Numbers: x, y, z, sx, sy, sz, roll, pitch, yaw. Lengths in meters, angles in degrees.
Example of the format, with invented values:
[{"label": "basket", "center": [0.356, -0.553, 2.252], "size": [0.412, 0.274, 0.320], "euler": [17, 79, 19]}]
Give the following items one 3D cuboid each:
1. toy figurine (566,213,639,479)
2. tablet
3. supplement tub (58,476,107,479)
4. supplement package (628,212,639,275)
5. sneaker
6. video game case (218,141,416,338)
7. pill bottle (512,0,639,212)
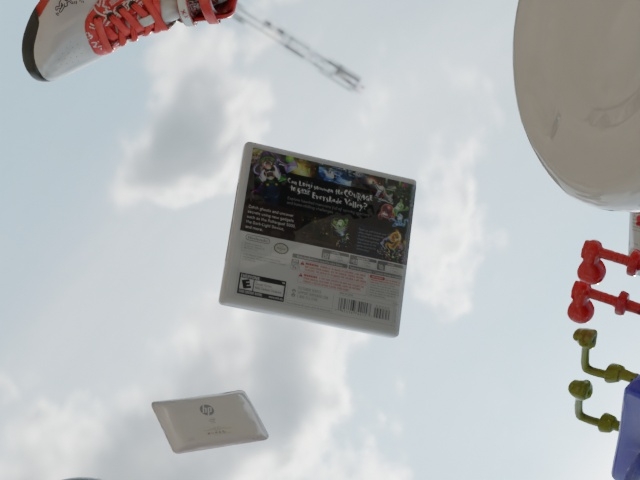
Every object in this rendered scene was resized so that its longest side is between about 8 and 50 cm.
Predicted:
[{"label": "toy figurine", "center": [0.255, 0.130, 0.947], "size": [0.191, 0.362, 0.217], "euler": [19, -134, 22]}, {"label": "tablet", "center": [-0.086, 0.141, 0.948], "size": [0.054, 0.083, 0.006], "euler": [56, -44, 39]}, {"label": "supplement tub", "center": [-0.284, 0.377, 1.429], "size": [0.316, 0.193, 0.193], "euler": [137, -29, -74]}, {"label": "supplement package", "center": [0.426, -0.053, 1.240], "size": [0.194, 0.149, 0.203], "euler": [-147, -123, -78]}, {"label": "sneaker", "center": [-0.186, -0.255, 1.294], "size": [0.145, 0.090, 0.270], "euler": [22, -124, 29]}, {"label": "video game case", "center": [0.000, 0.000, 1.246], "size": [0.022, 0.190, 0.173], "euler": [141, -41, -69]}, {"label": "pill bottle", "center": [0.342, -0.120, 0.765], "size": [0.224, 0.392, 0.224], "euler": [-177, -90, -68]}]
